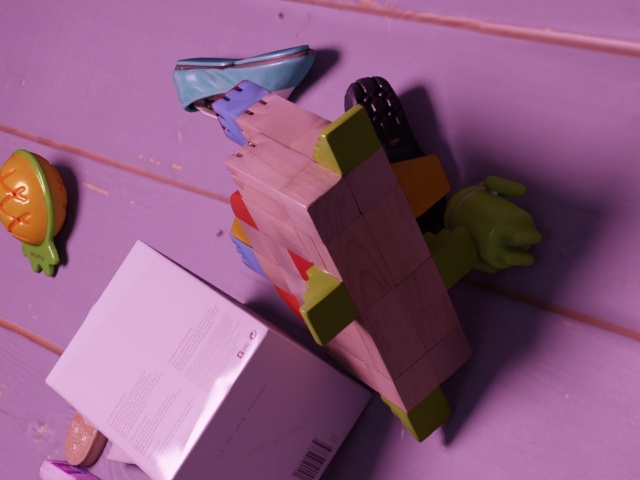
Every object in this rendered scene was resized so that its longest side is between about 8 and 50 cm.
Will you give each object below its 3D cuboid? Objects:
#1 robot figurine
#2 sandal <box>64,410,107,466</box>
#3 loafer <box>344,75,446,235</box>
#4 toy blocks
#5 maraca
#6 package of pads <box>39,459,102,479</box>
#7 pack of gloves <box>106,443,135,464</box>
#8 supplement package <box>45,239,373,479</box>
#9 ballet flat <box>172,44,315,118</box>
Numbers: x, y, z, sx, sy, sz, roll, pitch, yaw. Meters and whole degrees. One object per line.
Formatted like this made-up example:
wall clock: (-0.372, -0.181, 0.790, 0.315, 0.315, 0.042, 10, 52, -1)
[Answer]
robot figurine: (0.172, -0.014, 1.480, 0.115, 0.067, 0.101, 36, 117, 45)
sandal: (-0.306, 0.184, 1.915, 0.088, 0.079, 0.240, 24, 97, 46)
loafer: (0.082, -0.075, 1.596, 0.078, 0.076, 0.223, 105, 147, -65)
toy blocks: (0.000, 0.000, 1.495, 0.191, 0.381, 0.261, -39, 38, -17)
maraca: (-0.412, -0.040, 2.078, 0.127, 0.099, 0.186, 14, 115, 55)
package of pads: (-0.331, 0.318, 1.927, 0.083, 0.050, 0.032, 19, 93, 46)
pack of gloves: (-0.201, 0.313, 1.787, 0.232, 0.046, 0.195, 5, 66, 53)
supplement package: (-0.126, 0.164, 1.620, 0.262, 0.198, 0.199, 31, 86, 46)
ballet flat: (-0.090, -0.192, 1.805, 0.247, 0.083, 0.087, 1, 105, 46)
